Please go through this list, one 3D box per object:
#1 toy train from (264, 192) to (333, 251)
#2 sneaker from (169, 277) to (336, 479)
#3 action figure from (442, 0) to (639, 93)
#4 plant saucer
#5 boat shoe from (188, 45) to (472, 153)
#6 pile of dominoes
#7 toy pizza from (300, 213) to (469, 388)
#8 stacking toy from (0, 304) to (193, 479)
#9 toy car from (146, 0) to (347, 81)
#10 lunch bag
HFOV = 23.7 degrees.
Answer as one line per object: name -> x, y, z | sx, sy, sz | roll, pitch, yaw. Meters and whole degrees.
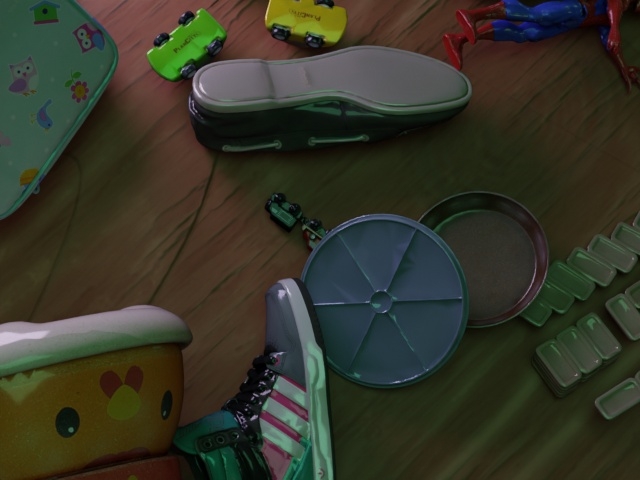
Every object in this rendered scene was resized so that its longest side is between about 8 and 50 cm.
toy train -> 0.000, 0.000, 1.794 | 0.158, 0.027, 0.036 | 36, 80, 6
sneaker -> -0.086, 0.191, 1.698 | 0.178, 0.124, 0.295 | -3, 77, -14
action figure -> 0.302, -0.236, 1.823 | 0.280, 0.091, 0.139 | -18, 72, -21
plant saucer -> 0.184, 0.025, 1.783 | 0.168, 0.029, 0.168 | -4, 69, 10
boat shoe -> 0.009, -0.161, 1.814 | 0.335, 0.095, 0.112 | -2, 51, -8
pile of dominoes -> 0.360, 0.087, 1.793 | 0.251, 0.040, 0.196 | -30, 68, -15
toy pizza -> 0.073, 0.069, 1.753 | 0.201, 0.032, 0.201 | 1, 94, 16
stacking toy -> -0.250, 0.327, 1.549 | 0.350, 0.350, 0.480 | -15, 83, -7
toy car -> -0.116, -0.270, 1.842 | 0.225, 0.053, 0.239 | -41, 81, -12
lunch bag -> -0.375, -0.170, 1.732 | 0.224, 0.108, 0.279 | 43, 76, -36
